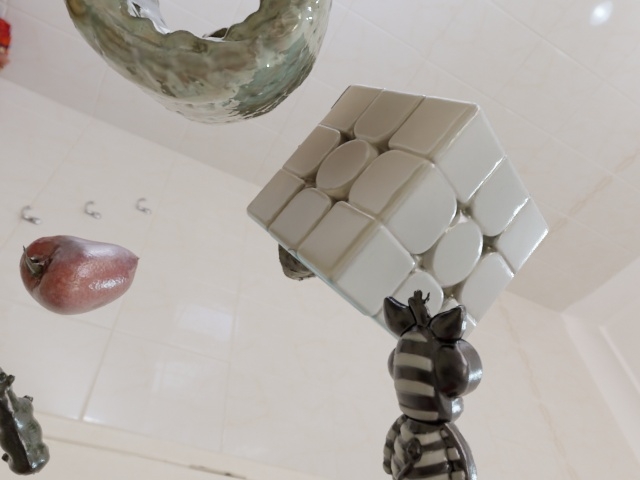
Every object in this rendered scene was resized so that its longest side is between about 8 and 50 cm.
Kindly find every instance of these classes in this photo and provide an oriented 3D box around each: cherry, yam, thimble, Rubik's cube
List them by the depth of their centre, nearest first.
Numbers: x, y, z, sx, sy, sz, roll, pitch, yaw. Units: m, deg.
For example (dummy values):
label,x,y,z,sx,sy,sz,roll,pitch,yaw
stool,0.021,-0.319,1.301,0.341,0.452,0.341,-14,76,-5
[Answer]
label,x,y,z,sx,sy,sz,roll,pitch,yaw
thimble,-0.126,-0.281,0.510,0.195,0.291,0.291,-85,-161,-85
cherry,-0.280,0.042,0.557,0.087,0.126,0.106,-64,-147,12
Rubik's cube,0.115,-0.032,0.762,0.291,0.290,0.291,-51,-143,-4
yam,-0.004,0.000,1.492,0.271,0.201,0.202,-30,-142,40

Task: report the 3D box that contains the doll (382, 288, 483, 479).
label,x,y,z,sx,sy,sz,roll,pitch,yaw
doll,0.097,0.153,0.429,0.091,0.067,0.219,-3,-94,48

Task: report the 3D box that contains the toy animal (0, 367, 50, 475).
label,x,y,z,sx,sy,sz,roll,pitch,yaw
toy animal,-0.325,0.183,0.510,0.065,0.047,0.136,-10,-82,55
